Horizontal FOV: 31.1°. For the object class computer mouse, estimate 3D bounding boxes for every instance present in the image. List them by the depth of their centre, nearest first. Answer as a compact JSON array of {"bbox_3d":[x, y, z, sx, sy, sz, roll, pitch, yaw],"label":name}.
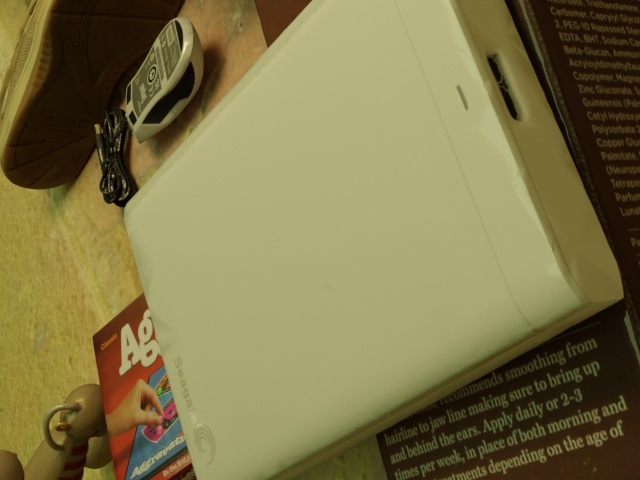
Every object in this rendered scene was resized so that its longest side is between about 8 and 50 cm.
[{"bbox_3d":[-0.153,-0.125,1.070,0.193,0.042,0.106,-46,43,37],"label":"computer mouse"}]

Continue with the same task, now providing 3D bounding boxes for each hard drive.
[{"bbox_3d":[0.000,0.000,0.601,0.307,0.040,0.203,-39,63,46],"label":"hard drive"}]

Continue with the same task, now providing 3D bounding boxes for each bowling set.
[{"bbox_3d":[-0.148,0.209,0.888,0.200,0.287,0.154,33,118,4],"label":"bowling set"}]

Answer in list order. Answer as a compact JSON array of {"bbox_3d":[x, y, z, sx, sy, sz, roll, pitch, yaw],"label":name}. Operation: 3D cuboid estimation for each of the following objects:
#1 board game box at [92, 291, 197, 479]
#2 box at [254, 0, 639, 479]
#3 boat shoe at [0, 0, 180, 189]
[{"bbox_3d":[-0.059,0.062,0.776,0.281,0.027,0.145,-39,52,34],"label":"board game box"},{"bbox_3d":[0.096,-0.051,0.616,0.191,0.143,0.381,-31,71,48],"label":"box"},{"bbox_3d":[-0.239,-0.212,1.131,0.341,0.122,0.110,-55,45,24],"label":"boat shoe"}]
